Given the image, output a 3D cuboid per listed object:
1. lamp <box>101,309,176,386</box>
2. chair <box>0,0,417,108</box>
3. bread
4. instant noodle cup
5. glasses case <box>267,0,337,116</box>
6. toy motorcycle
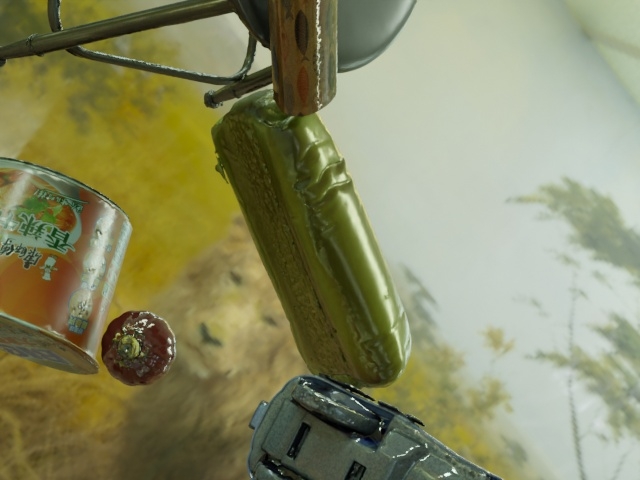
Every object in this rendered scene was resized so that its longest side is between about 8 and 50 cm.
[{"bbox_3d":[-0.238,0.141,1.449,0.101,0.101,0.090,51,3,12],"label":"lamp"},{"bbox_3d":[-0.118,-0.354,1.299,0.365,0.361,0.410,6,3,-43],"label":"chair"},{"bbox_3d":[0.000,0.000,1.297,0.166,0.112,0.383,4,-58,54],"label":"bread"},{"bbox_3d":[-0.400,0.032,1.518,0.297,0.213,0.296,17,-19,6],"label":"instant noodle cup"},{"bbox_3d":[-0.014,-0.196,1.090,0.170,0.065,0.041,89,-24,-53],"label":"glasses case"},{"bbox_3d":[0.093,0.227,0.958,0.359,0.125,0.213,25,-5,36],"label":"toy motorcycle"}]
